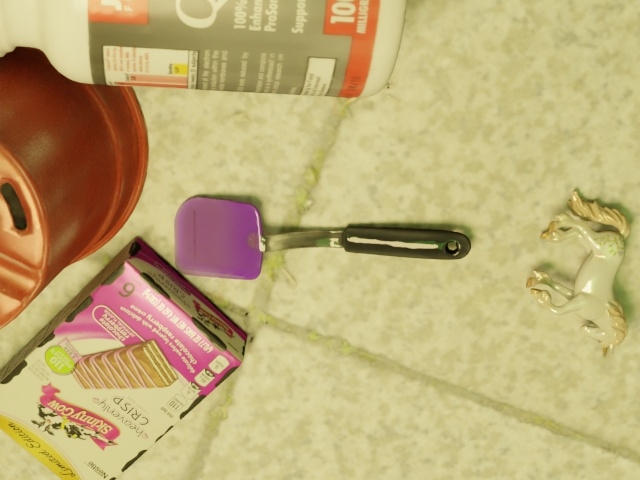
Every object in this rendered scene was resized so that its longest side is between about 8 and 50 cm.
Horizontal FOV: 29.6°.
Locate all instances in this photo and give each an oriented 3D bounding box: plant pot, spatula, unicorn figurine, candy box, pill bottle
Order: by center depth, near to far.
[{"bbox_3d":[-0.119,-0.230,1.003,0.363,0.210,0.210,2,110,-7],"label":"pill bottle"},{"bbox_3d":[-0.309,-0.051,1.067,0.272,0.265,0.272,1,110,2],"label":"plant pot"},{"bbox_3d":[0.261,0.042,1.190,0.111,0.060,0.162,16,110,-3],"label":"unicorn figurine"},{"bbox_3d":[0.000,0.000,1.199,0.296,0.030,0.084,1,108,2],"label":"spatula"},{"bbox_3d":[-0.211,0.134,1.234,0.159,0.071,0.233,43,106,-13],"label":"candy box"}]
